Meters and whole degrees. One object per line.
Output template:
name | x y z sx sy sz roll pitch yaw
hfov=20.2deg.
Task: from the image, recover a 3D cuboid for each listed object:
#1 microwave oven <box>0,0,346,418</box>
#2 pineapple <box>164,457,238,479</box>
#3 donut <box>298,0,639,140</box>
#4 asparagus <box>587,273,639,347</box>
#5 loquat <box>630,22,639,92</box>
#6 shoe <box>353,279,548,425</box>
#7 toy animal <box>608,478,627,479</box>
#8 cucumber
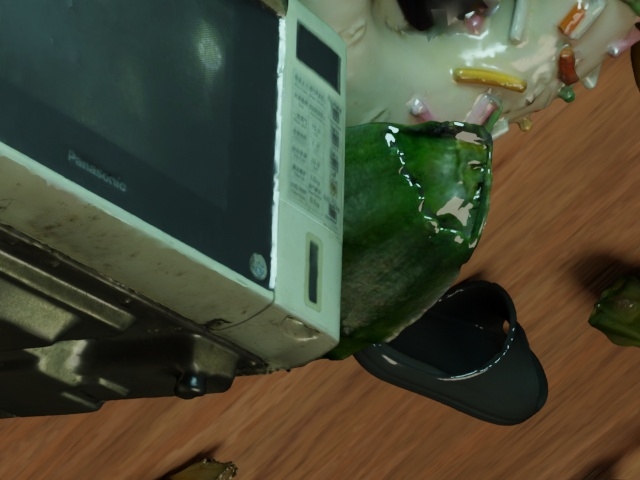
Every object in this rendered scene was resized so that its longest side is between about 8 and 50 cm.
microwave oven | -0.210 -0.066 0.990 0.333 0.247 0.394 -9 153 35
pineapple | -0.123 0.234 1.626 0.114 0.077 0.114 -47 174 5
donut | 0.083 -0.202 1.202 0.382 0.142 0.382 -16 140 -14
asparagus | 0.351 0.085 1.725 0.343 0.085 0.082 18 120 -40
loquat | 0.342 -0.166 1.329 0.235 0.235 0.235 -17 140 -15
shoe | 0.130 0.086 1.572 0.241 0.108 0.093 17 126 -38
toy animal | 0.332 0.263 1.893 0.208 0.103 0.100 -33 98 10
cucumber | -0.002 0.002 1.244 0.105 0.145 0.325 6 165 -29
